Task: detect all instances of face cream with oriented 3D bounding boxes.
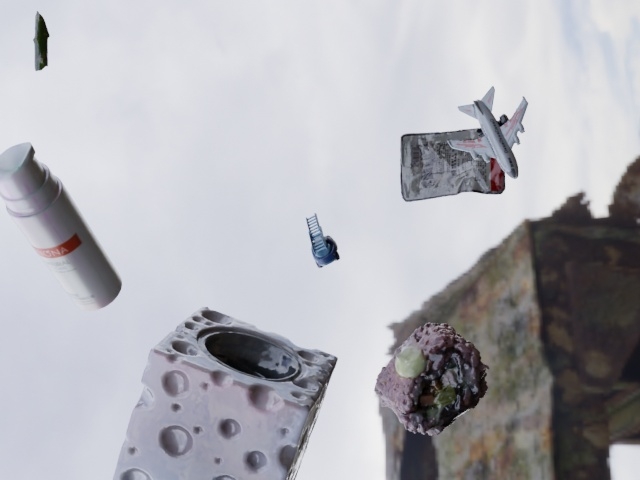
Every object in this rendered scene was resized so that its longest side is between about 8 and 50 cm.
[{"bbox_3d":[-0.442,-0.018,1.595,0.346,0.101,0.102,68,-152,-47],"label":"face cream"}]

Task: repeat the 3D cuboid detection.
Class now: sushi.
[{"bbox_3d":[0.270,0.341,2.324,0.236,0.270,0.171,44,-179,-25],"label":"sushi"}]

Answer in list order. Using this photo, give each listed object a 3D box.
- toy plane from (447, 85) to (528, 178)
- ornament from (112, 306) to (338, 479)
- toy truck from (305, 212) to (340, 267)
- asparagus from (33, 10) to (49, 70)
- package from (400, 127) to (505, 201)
[{"bbox_3d":[0.319,-0.188,1.730,0.171,0.162,0.065,63,-155,5],"label":"toy plane"},{"bbox_3d":[-0.137,0.271,1.427,0.239,0.239,0.240,-46,-25,-74],"label":"ornament"},{"bbox_3d":[0.000,0.000,2.257,0.074,0.063,0.136,58,-170,-37],"label":"toy truck"},{"bbox_3d":[-0.471,-0.334,1.599,0.021,0.025,0.108,28,-124,-70],"label":"asparagus"},{"bbox_3d":[0.285,-0.167,2.063,0.030,0.239,0.154,14,-105,-61],"label":"package"}]
